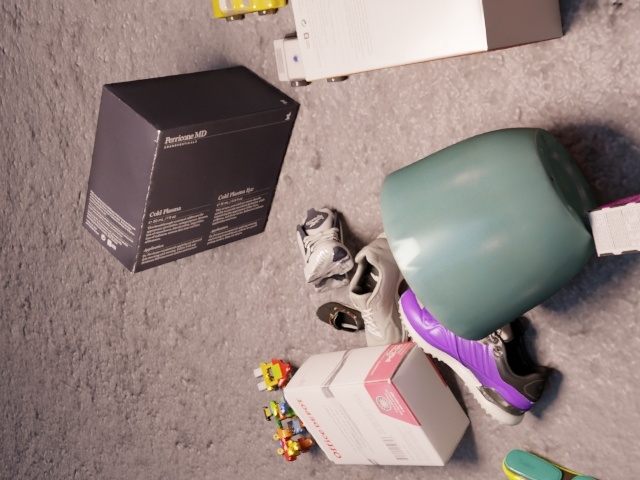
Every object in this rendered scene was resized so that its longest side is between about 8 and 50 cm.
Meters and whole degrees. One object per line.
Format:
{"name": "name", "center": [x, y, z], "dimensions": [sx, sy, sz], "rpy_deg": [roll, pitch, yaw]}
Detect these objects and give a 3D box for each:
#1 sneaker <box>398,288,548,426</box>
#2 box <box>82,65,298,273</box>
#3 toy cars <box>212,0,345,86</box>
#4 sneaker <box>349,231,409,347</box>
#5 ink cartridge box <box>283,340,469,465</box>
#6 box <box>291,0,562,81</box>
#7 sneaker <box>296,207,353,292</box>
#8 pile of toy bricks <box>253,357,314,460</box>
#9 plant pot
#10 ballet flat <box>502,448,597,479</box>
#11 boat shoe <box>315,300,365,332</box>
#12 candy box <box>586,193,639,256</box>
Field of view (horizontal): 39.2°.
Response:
{"name": "sneaker", "center": [0.269, 0.161, 1.523], "dimensions": [0.293, 0.102, 0.146], "rpy_deg": [44, 126, 18]}
{"name": "box", "center": [-0.252, -0.146, 1.737], "dimensions": [0.179, 0.343, 0.312], "rpy_deg": [39, 127, 29]}
{"name": "toy cars", "center": [-0.093, -0.403, 1.676], "dimensions": [0.393, 0.087, 0.176], "rpy_deg": [46, 131, 22]}
{"name": "sneaker", "center": [0.095, 0.116, 1.650], "dimensions": [0.099, 0.121, 0.262], "rpy_deg": [16, 116, 39]}
{"name": "ink cartridge box", "center": [0.099, 0.308, 1.672], "dimensions": [0.283, 0.117, 0.207], "rpy_deg": [-14, 116, 45]}
{"name": "box", "center": [0.155, -0.356, 1.363], "dimensions": [0.345, 0.215, 0.168], "rpy_deg": [0, 104, 44]}
{"name": "sneaker", "center": [0.000, 0.000, 1.674], "dimensions": [0.094, 0.235, 0.153], "rpy_deg": [-20, 75, 3]}
{"name": "pile of toy bricks", "center": [-0.051, 0.353, 1.904], "dimensions": [0.105, 0.118, 0.212], "rpy_deg": [-26, 67, 18]}
{"name": "plant pot", "center": [0.269, -0.031, 1.328], "dimensions": [0.235, 0.293, 0.293], "rpy_deg": [-31, 82, 31]}
{"name": "ballet flat", "center": [0.409, 0.424, 1.500], "dimensions": [0.231, 0.077, 0.077], "rpy_deg": [21, 139, 41]}
{"name": "boat shoe", "center": [0.038, 0.152, 1.776], "dimensions": [0.133, 0.042, 0.048], "rpy_deg": [9, 112, 43]}
{"name": "candy box", "center": [0.476, -0.039, 1.143], "dimensions": [0.233, 0.159, 0.071], "rpy_deg": [167, 86, -71]}
